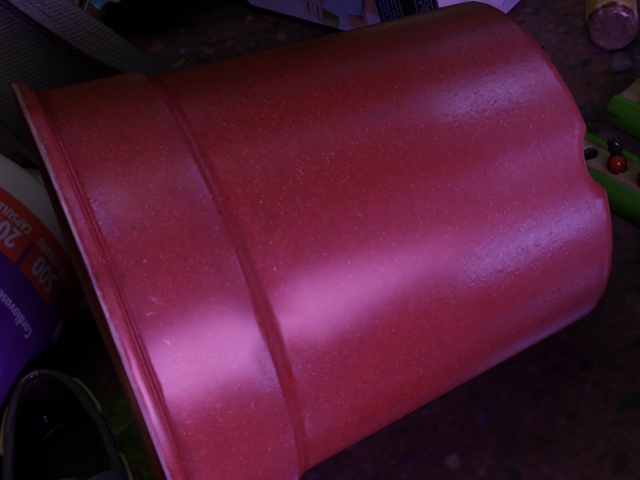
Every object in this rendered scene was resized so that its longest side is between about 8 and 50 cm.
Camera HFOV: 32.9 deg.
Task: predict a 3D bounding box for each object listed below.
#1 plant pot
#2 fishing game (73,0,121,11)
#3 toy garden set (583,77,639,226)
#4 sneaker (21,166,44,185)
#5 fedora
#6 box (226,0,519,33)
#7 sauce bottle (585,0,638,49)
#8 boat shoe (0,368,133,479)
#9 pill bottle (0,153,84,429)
[{"bbox_3d":[0.000,0.000,0.619,0.265,0.272,0.272,-21,41,-13],"label":"plant pot"},{"bbox_3d":[-0.177,-0.307,1.075,0.264,0.041,0.189,-33,35,31],"label":"fishing game"},{"bbox_3d":[0.306,-0.089,0.730,0.244,0.049,0.204,-36,44,-17],"label":"toy garden set"},{"bbox_3d":[-0.334,-0.034,0.873,0.292,0.118,0.110,1,44,20],"label":"sneaker"},{"bbox_3d":[-0.232,-0.139,0.887,0.243,0.275,0.124,34,92,7],"label":"fedora"},{"bbox_3d":[0.048,-0.272,0.994,0.290,0.087,0.169,24,58,38],"label":"box"},{"bbox_3d":[0.237,-0.207,0.889,0.042,0.042,0.128,-5,42,16],"label":"sauce bottle"},{"bbox_3d":[-0.140,0.157,0.610,0.081,0.069,0.228,-25,34,-9],"label":"boat shoe"},{"bbox_3d":[-0.289,0.094,0.672,0.181,0.181,0.323,3,47,24],"label":"pill bottle"}]
